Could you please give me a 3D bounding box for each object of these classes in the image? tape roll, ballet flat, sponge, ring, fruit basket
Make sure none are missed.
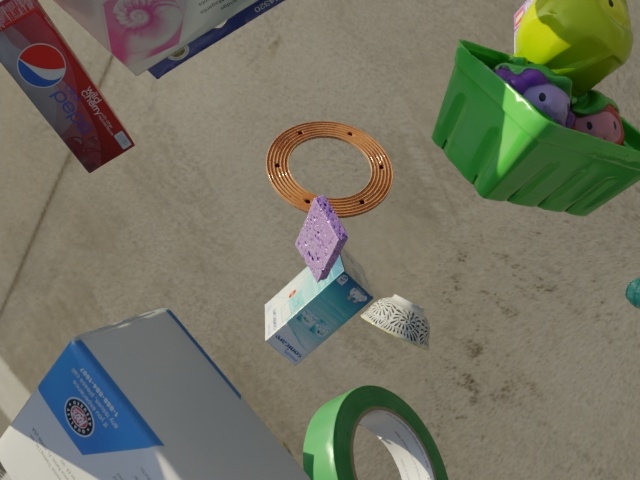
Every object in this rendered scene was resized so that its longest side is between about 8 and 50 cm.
[{"bbox_3d":[0.108,0.422,1.140,0.077,0.321,0.321,-35,72,32],"label":"tape roll"},{"bbox_3d":[0.711,0.121,1.241,0.087,0.247,0.083,-148,68,-69],"label":"ballet flat"},{"bbox_3d":[0.000,0.000,1.463,0.117,0.031,0.210,61,154,21],"label":"sponge"},{"bbox_3d":[0.024,-0.186,1.680,0.336,0.336,0.032,46,149,23],"label":"ring"},{"bbox_3d":[0.400,-0.250,1.028,0.392,0.392,0.283,-47,48,21],"label":"fruit basket"}]

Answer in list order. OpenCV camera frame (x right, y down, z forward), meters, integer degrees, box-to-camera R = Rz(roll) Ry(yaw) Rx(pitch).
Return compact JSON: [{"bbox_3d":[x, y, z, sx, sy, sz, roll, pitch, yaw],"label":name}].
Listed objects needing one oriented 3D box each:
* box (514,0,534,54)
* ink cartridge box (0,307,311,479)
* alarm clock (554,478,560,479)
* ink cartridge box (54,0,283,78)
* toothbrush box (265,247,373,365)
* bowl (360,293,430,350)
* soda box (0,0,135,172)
[{"bbox_3d":[0.566,-0.545,1.537,0.293,0.057,0.201,131,148,-66],"label":"box"},{"bbox_3d":[-0.251,0.324,0.781,0.285,0.166,0.395,47,114,12],"label":"ink cartridge box"},{"bbox_3d":[0.210,0.241,0.456,0.129,0.192,0.064,16,55,28],"label":"alarm clock"},{"bbox_3d":[-0.210,-0.399,1.016,0.324,0.330,0.072,-29,65,10],"label":"ink cartridge box"},{"bbox_3d":[-0.012,0.172,1.796,0.295,0.216,0.126,-43,109,13],"label":"toothbrush box"},{"bbox_3d":[0.181,0.170,1.419,0.170,0.170,0.080,26,90,28],"label":"bowl"},{"bbox_3d":[-0.368,-0.226,0.889,0.083,0.263,0.092,-33,45,-8],"label":"soda box"}]
